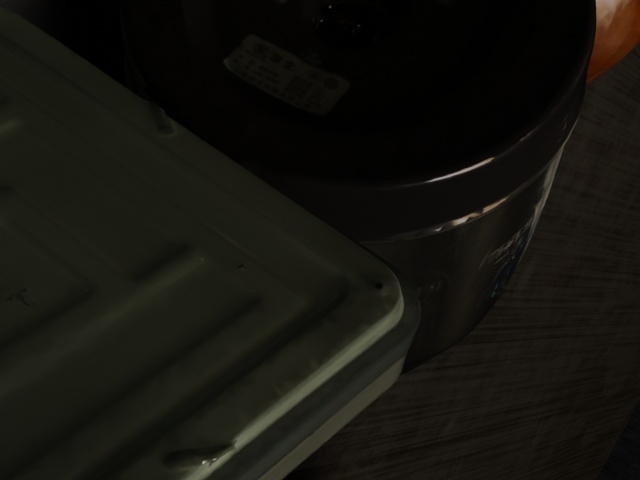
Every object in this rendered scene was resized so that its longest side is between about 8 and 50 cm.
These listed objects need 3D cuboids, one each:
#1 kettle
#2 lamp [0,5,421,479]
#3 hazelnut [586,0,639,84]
[{"bbox_3d":[0.000,0.000,0.692,0.324,0.228,0.321,90,25,-59],"label":"kettle"},{"bbox_3d":[-0.138,0.024,0.439,0.269,0.266,0.047,-35,150,-40],"label":"lamp"},{"bbox_3d":[0.151,-0.177,0.838,0.182,0.182,0.182,-41,149,-32],"label":"hazelnut"}]
